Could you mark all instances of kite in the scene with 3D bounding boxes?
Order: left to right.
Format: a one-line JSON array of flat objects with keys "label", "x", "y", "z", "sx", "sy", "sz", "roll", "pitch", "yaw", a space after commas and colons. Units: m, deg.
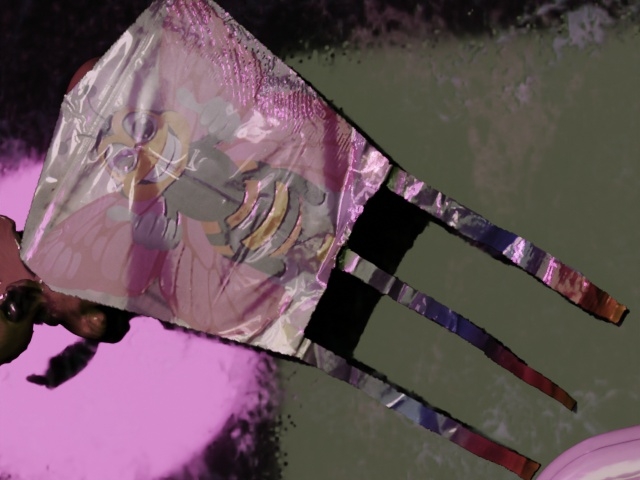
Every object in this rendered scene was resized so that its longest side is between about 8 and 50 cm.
[{"label": "kite", "x": 0.000, "y": 0.000, "z": 1.081, "sx": 0.360, "sy": 0.022, "sz": 0.204, "roll": 27, "pitch": 88, "yaw": 5}]

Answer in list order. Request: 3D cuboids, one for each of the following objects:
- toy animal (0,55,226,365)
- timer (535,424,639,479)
[{"label": "toy animal", "x": -0.151, "y": -0.014, "z": 1.151, "sx": 0.186, "sy": 0.094, "sz": 0.214, "roll": 6, "pitch": 82, "yaw": 9}, {"label": "timer", "x": 0.229, "y": 0.222, "z": 0.980, "sx": 0.237, "sy": 0.087, "sz": 0.262, "roll": -15, "pitch": 75, "yaw": 15}]
